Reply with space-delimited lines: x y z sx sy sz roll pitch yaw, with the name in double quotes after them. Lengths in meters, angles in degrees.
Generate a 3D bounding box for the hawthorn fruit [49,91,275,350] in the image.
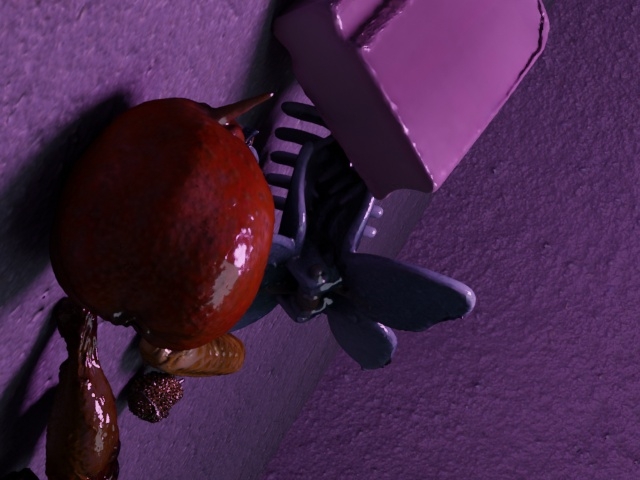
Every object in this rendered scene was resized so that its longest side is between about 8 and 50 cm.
-0.131 -0.034 1.141 0.262 0.211 0.210 -62 170 -12 "hawthorn fruit"

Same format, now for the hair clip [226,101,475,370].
0.000 0.000 1.637 0.318 0.392 0.238 105 -4 -61 "hair clip"

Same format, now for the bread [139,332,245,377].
-0.180 0.161 1.772 0.084 0.077 0.367 -17 170 6 "bread"

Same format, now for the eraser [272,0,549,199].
0.131 -0.263 1.513 0.122 0.272 0.359 -10 -150 47 "eraser"

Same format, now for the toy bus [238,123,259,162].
-0.140 -0.048 1.316 0.091 0.103 0.182 -47 159 -48 "toy bus"

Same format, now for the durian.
-0.233 0.220 1.721 0.091 0.080 0.080 -27 155 -28 "durian"

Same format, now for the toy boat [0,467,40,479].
-0.376 0.353 1.370 0.223 0.100 0.097 -49 139 -52 "toy boat"

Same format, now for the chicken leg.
-0.270 0.201 1.382 0.322 0.083 0.177 105 -18 -58 "chicken leg"
